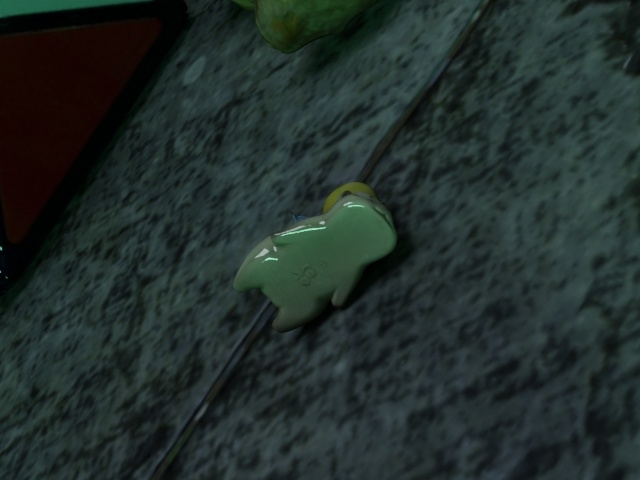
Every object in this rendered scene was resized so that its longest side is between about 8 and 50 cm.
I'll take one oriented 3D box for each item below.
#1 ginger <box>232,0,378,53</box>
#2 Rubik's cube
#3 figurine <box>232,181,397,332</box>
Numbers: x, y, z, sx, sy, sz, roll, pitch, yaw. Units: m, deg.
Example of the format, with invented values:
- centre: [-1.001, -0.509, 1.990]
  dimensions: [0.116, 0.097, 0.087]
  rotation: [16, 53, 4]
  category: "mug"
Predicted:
- centre: [-0.030, -0.169, 0.893]
  dimensions: [0.104, 0.080, 0.204]
  rotation: [-57, 32, 0]
  category: "ginger"
- centre: [-0.282, -0.132, 1.023]
  dimensions: [0.246, 0.248, 0.250]
  rotation: [6, 61, 56]
  category: "Rubik's cube"
- centre: [0.000, 0.000, 0.706]
  dimensions: [0.083, 0.047, 0.050]
  rotation: [-32, 24, 21]
  category: "figurine"
